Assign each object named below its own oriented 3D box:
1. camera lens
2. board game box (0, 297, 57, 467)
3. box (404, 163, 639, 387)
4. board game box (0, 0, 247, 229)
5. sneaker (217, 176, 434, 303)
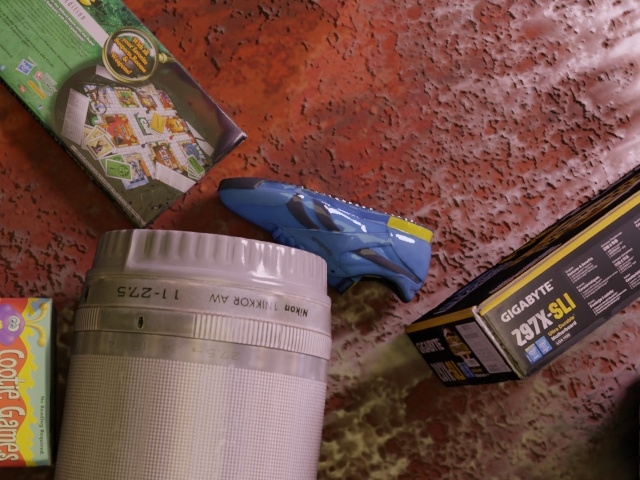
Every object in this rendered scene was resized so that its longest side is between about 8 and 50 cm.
[{"bbox_3d":[-0.106,0.142,1.238,0.219,0.219,0.274,7,81,-8],"label":"camera lens"},{"bbox_3d":[-0.364,0.122,1.240,0.275,0.142,0.144,0,83,-9],"label":"board game box"},{"bbox_3d":[0.246,0.010,1.292,0.322,0.257,0.079,-34,88,-11],"label":"box"},{"bbox_3d":[-0.205,-0.146,1.359,0.136,0.030,0.259,-42,90,-9],"label":"board game box"},{"bbox_3d":[0.000,0.000,1.351,0.209,0.069,0.082,18,84,-6],"label":"sneaker"}]
